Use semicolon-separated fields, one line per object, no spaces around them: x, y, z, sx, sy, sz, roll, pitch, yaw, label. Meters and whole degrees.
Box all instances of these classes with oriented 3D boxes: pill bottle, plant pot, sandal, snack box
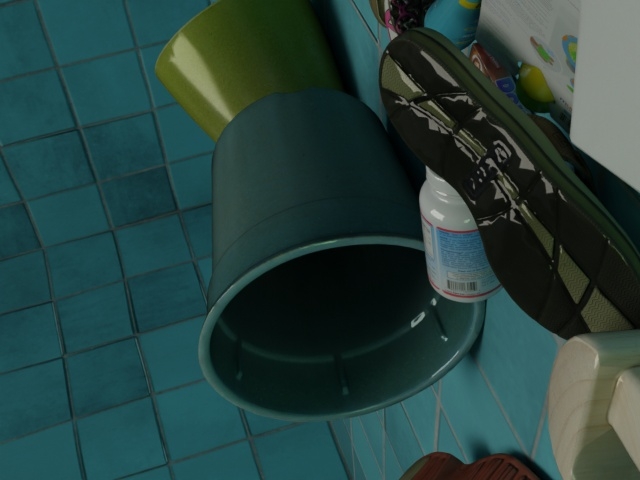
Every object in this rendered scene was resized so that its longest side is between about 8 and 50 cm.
0.144;-0.020;0.925;0.087;0.087;0.160;-115;9;-45;pill bottle
-0.067;-0.210;1.466;0.293;0.275;0.275;58;169;6;plant pot
0.165;-0.051;0.732;0.302;0.086;0.120;56;144;6;sandal
0.176;-0.094;0.842;0.064;0.022;0.178;89;162;-63;snack box
0.000;0.000;1.202;0.341;0.341;0.334;84;175;-46;plant pot

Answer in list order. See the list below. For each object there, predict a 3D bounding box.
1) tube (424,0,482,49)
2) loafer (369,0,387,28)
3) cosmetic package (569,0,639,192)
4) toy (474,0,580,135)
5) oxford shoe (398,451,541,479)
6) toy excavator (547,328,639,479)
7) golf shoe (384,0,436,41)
0.133;-0.206;0.776;0.052;0.080;0.207;52;175;-2;tube
0.081;-0.281;0.985;0.148;0.056;0.050;84;173;-47;loafer
0.219;-0.045;0.171;0.385;0.156;0.217;-124;20;-48;cosmetic package
0.172;-0.154;0.629;0.137;0.056;0.237;50;173;14;toy
0.218;0.356;1.152;0.146;0.140;0.397;44;168;-7;oxford shoe
0.269;0.297;0.536;0.433;0.222;0.445;-157;66;-79;toy excavator
0.096;-0.224;0.959;0.086;0.068;0.186;-118;15;-58;golf shoe
